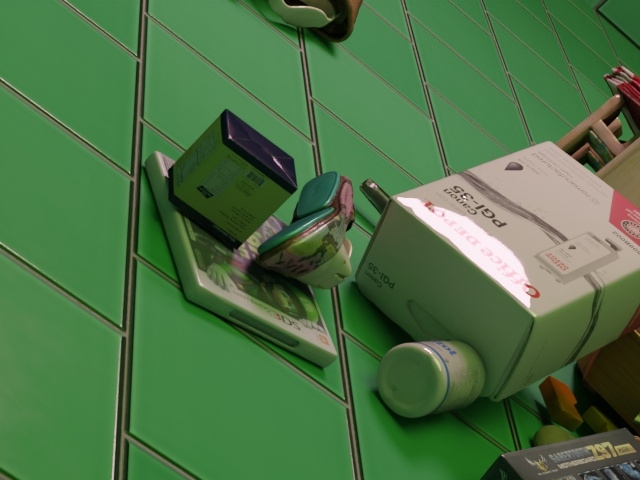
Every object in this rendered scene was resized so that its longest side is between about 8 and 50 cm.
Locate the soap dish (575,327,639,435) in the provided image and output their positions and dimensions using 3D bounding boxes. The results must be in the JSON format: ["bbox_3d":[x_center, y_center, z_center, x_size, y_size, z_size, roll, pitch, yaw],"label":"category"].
[{"bbox_3d":[0.415,0.194,2.056,0.291,0.118,0.229,46,6,0],"label":"soap dish"}]

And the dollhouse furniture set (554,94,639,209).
[{"bbox_3d":[0.416,0.014,2.421,0.362,0.256,0.394,51,0,14],"label":"dollhouse furniture set"}]

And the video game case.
[{"bbox_3d":[-0.073,0.016,1.635,0.173,0.022,0.190,30,25,-38],"label":"video game case"}]

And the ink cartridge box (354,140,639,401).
[{"bbox_3d":[0.208,0.025,1.851,0.207,0.117,0.283,41,38,25],"label":"ink cartridge box"}]

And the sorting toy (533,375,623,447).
[{"bbox_3d":[0.315,0.280,1.878,0.229,0.041,0.307,30,25,-26],"label":"sorting toy"}]

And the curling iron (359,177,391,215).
[{"bbox_3d":[0.141,0.031,2.008,0.274,0.035,0.068,41,16,-14],"label":"curling iron"}]

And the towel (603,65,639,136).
[{"bbox_3d":[0.522,-0.087,2.450,0.329,0.037,0.237,51,-1,45],"label":"towel"}]

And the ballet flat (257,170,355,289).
[{"bbox_3d":[0.000,0.000,1.688,0.079,0.077,0.221,63,17,-12],"label":"ballet flat"}]

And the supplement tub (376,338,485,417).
[{"bbox_3d":[0.104,0.129,1.697,0.071,0.071,0.107,52,21,17],"label":"supplement tub"}]

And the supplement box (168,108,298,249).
[{"bbox_3d":[-0.079,-0.054,1.602,0.083,0.083,0.056,37,23,-24],"label":"supplement box"}]

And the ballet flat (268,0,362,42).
[{"bbox_3d":[-0.067,-0.346,2.252,0.342,0.116,0.124,32,43,-42],"label":"ballet flat"}]

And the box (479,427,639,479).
[{"bbox_3d":[0.274,0.270,1.700,0.232,0.059,0.183,-2,45,-51],"label":"box"}]

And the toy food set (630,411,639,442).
[{"bbox_3d":[0.376,0.243,1.928,0.122,0.019,0.078,38,51,0],"label":"toy food set"}]
